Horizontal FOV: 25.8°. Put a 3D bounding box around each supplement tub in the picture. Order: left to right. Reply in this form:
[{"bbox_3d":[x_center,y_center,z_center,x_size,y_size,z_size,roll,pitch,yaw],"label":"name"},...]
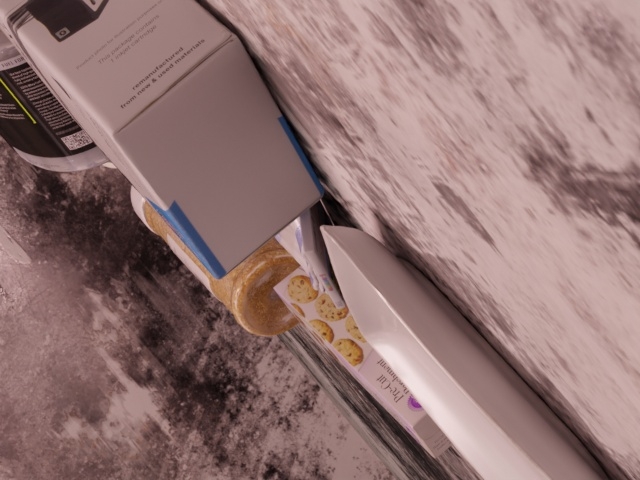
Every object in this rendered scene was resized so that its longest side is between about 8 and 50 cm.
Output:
[{"bbox_3d":[-0.302,-0.221,1.447,0.193,0.193,0.316,47,173,27],"label":"supplement tub"}]

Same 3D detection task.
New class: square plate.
[{"bbox_3d":[0.142,0.149,1.204,0.347,0.049,0.344,47,172,19],"label":"square plate"}]

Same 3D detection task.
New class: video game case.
[{"bbox_3d":[0.000,0.000,1.285,0.122,0.011,0.087,61,-161,-59],"label":"video game case"}]

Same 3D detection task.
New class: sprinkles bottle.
[{"bbox_3d":[-0.135,-0.003,1.864,0.355,0.121,0.121,41,169,50],"label":"sprinkles bottle"}]

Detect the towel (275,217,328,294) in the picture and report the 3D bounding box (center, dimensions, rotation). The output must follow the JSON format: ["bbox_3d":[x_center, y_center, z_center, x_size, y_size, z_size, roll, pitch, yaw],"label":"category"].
[{"bbox_3d":[-0.082,-0.070,1.531,0.285,0.034,0.209,48,172,15],"label":"towel"}]

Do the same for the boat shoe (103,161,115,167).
[{"bbox_3d":[-0.235,-0.147,1.791,0.319,0.116,0.099,34,160,49],"label":"boat shoe"}]

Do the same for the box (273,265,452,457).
[{"bbox_3d":[0.054,0.123,1.569,0.324,0.067,0.063,43,171,51],"label":"box"}]

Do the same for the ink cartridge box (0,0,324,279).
[{"bbox_3d":[-0.161,-0.144,1.215,0.307,0.129,0.223,45,172,37],"label":"ink cartridge box"}]
